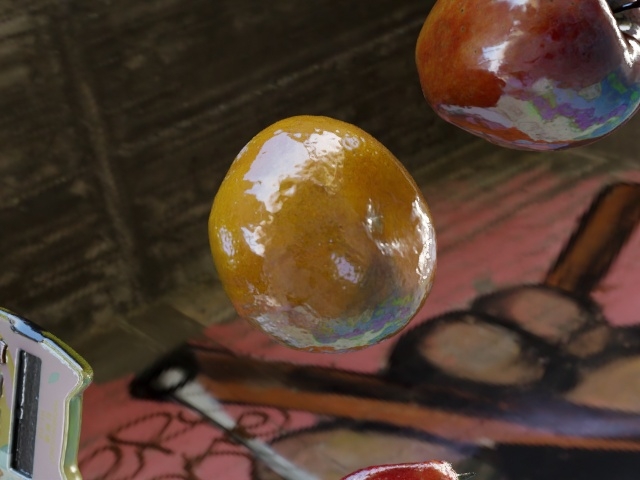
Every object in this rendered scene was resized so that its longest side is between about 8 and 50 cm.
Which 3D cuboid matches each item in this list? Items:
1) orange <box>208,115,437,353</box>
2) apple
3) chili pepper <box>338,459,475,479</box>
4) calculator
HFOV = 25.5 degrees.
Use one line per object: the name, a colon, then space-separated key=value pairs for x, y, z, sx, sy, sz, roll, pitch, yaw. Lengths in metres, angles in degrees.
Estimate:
orange: x=0.000 y=0.000 z=1.346 sx=0.240 sy=0.171 sz=0.240 roll=25 pitch=-127 yaw=-39
apple: x=0.215 y=-0.190 z=1.388 sx=0.234 sy=0.234 sz=0.234 roll=-12 pitch=-69 yaw=-33
chili pepper: x=0.013 y=0.162 z=0.853 sx=0.178 sy=0.027 sz=0.045 roll=-6 pitch=-54 yaw=-13
calculator: x=-0.281 y=0.132 z=1.228 sx=0.033 sy=0.236 sz=0.157 roll=-13 pitch=-64 yaw=-52
